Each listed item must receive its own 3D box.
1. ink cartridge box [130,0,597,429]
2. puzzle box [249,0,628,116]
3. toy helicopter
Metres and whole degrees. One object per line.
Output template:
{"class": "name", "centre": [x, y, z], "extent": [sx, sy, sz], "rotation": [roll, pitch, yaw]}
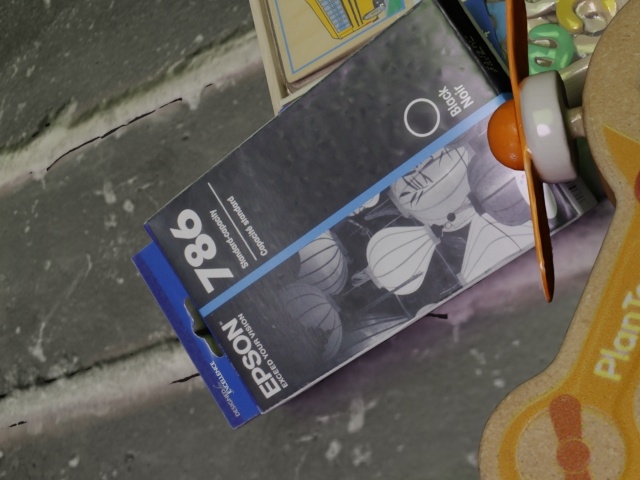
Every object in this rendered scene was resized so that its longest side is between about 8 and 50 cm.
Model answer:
{"class": "ink cartridge box", "centre": [0.000, 0.000, 0.667], "extent": [0.332, 0.065, 0.165], "rotation": [-37, 83, 27]}
{"class": "puzzle box", "centre": [0.059, -0.244, 0.744], "extent": [0.272, 0.052, 0.409], "rotation": [-27, 64, 27]}
{"class": "toy helicopter", "centre": [0.161, -0.017, 0.479], "extent": [0.235, 0.140, 0.355], "rotation": [17, 63, 32]}
